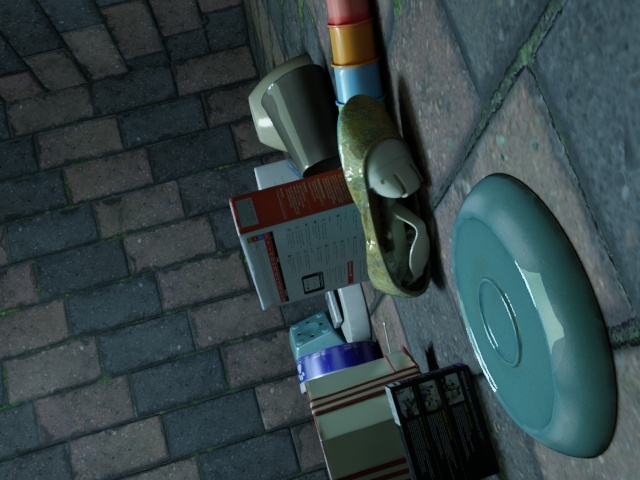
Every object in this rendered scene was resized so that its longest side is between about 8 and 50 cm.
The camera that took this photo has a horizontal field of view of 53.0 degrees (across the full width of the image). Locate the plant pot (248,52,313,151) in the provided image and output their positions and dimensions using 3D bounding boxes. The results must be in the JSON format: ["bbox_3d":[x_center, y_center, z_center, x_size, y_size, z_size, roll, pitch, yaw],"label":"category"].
[{"bbox_3d":[-0.097,-0.367,1.830,0.284,0.191,0.284,164,90,-86],"label":"plant pot"}]

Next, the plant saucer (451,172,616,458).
[{"bbox_3d":[0.211,0.085,0.707,0.317,0.044,0.317,165,90,-84],"label":"plant saucer"}]

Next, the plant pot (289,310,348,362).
[{"bbox_3d":[0.011,0.416,2.404,0.252,0.248,0.247,63,-179,-28],"label":"plant pot"}]

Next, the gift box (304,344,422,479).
[{"bbox_3d":[0.126,0.363,1.225,0.255,0.258,0.276,-118,15,-66],"label":"gift box"}]

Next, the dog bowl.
[{"bbox_3d":[0.059,0.399,2.012,0.265,0.265,0.104,89,167,-70],"label":"dog bowl"}]

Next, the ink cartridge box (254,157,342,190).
[{"bbox_3d":[-0.049,-0.126,1.779,0.171,0.233,0.168,92,162,-71],"label":"ink cartridge box"}]

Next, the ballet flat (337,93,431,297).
[{"bbox_3d":[0.116,-0.059,1.015,0.123,0.123,0.348,-116,12,-64],"label":"ballet flat"}]

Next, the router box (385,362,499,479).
[{"bbox_3d":[0.193,0.302,1.029,0.046,0.133,0.179,121,134,-82],"label":"router box"}]

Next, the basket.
[{"bbox_3d":[-0.029,-0.282,1.588,0.204,0.154,0.227,-37,71,50],"label":"basket"}]

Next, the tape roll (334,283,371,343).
[{"bbox_3d":[0.080,0.161,2.163,0.392,0.072,0.392,165,90,-86],"label":"tape roll"}]

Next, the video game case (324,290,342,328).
[{"bbox_3d":[0.036,0.203,2.238,0.212,0.023,0.193,92,162,-77],"label":"video game case"}]

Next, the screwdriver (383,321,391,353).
[{"bbox_3d":[0.185,0.303,1.725,0.024,0.025,0.170,153,100,-85],"label":"screwdriver"}]

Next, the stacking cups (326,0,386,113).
[{"bbox_3d":[0.056,-0.257,1.041,0.096,0.096,0.316,-116,11,-64],"label":"stacking cups"}]

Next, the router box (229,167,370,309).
[{"bbox_3d":[0.000,0.000,1.271,0.335,0.301,0.082,85,168,-60],"label":"router box"}]
